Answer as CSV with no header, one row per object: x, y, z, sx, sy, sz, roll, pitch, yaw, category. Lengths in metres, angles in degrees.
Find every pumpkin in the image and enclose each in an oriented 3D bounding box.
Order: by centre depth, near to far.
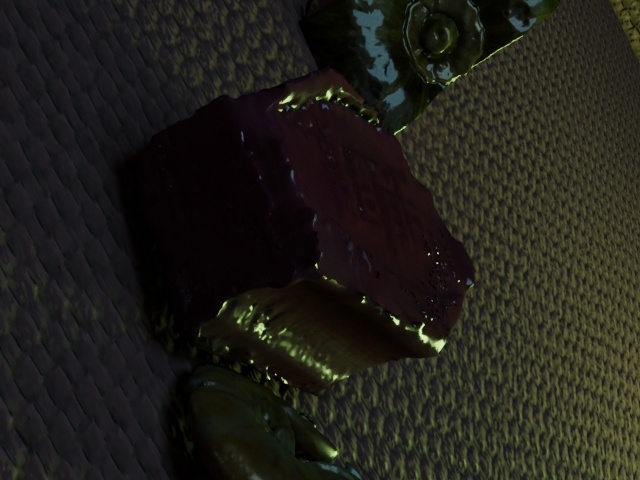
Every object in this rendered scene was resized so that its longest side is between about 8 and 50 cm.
0.070,-0.197,1.506,0.280,0.190,0.139,-37,108,-25,pumpkin

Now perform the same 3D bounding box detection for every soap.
0.000,0.000,1.079,0.289,0.112,0.182,35,38,-59,soap

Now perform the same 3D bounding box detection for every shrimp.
-0.011,0.136,1.010,0.133,0.053,0.236,49,8,34,shrimp

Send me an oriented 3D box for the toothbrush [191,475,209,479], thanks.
-0.001,0.235,0.952,0.269,0.021,0.027,59,16,-19,toothbrush
